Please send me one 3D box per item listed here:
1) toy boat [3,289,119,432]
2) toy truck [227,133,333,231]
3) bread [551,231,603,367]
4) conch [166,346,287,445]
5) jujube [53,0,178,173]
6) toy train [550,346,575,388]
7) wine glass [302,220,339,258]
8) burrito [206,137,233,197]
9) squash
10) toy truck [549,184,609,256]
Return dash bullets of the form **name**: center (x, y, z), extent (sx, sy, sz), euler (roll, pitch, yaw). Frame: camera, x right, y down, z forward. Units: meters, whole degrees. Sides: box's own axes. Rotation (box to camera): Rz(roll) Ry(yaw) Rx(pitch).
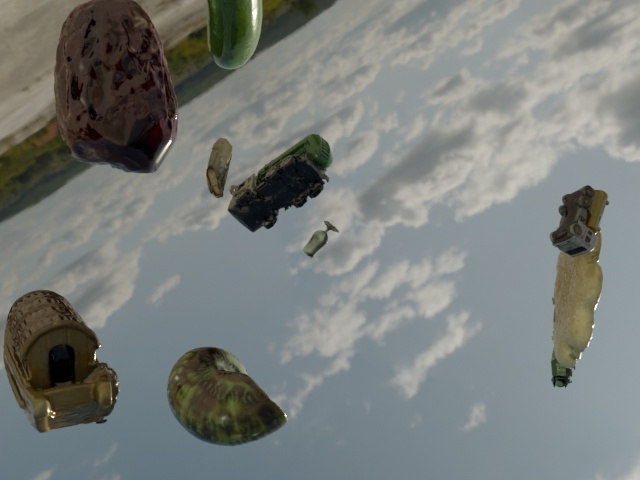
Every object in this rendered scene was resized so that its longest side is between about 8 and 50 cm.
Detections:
- **toy boat**: center (-0.221, 0.088, 0.576), extent (0.068, 0.088, 0.226), euler (-7, -167, -28)
- **toy truck**: center (-0.082, -0.125, 1.481), extent (0.242, 0.101, 0.125), euler (-32, -148, 27)
- **bread**: center (0.423, 0.074, 1.164), extent (0.039, 0.182, 0.251), euler (9, -125, 9)
- **conch**: center (-0.149, 0.246, 1.072), extent (0.124, 0.187, 0.181), euler (-52, 178, -7)
- **jujube**: center (-0.444, -0.323, 1.525), extent (0.258, 0.377, 0.258), euler (-10, 178, 0)
- **toy train**: center (0.454, 0.219, 1.311), extent (0.038, 0.071, 0.148), euler (2, -163, 23)
- **wine glass**: center (0.000, 0.000, 1.496), extent (0.083, 0.042, 0.039), euler (-51, -142, 15)
- **burrito**: center (-0.211, -0.155, 1.457), extent (0.041, 0.055, 0.149), euler (-27, -141, 30)
- **squash**: center (-0.161, -0.428, 1.306), extent (0.107, 0.107, 0.395), euler (-39, 171, -18)
- **toy truck**: center (0.409, -0.032, 1.098), extent (0.052, 0.063, 0.123), euler (-32, -153, 59)
